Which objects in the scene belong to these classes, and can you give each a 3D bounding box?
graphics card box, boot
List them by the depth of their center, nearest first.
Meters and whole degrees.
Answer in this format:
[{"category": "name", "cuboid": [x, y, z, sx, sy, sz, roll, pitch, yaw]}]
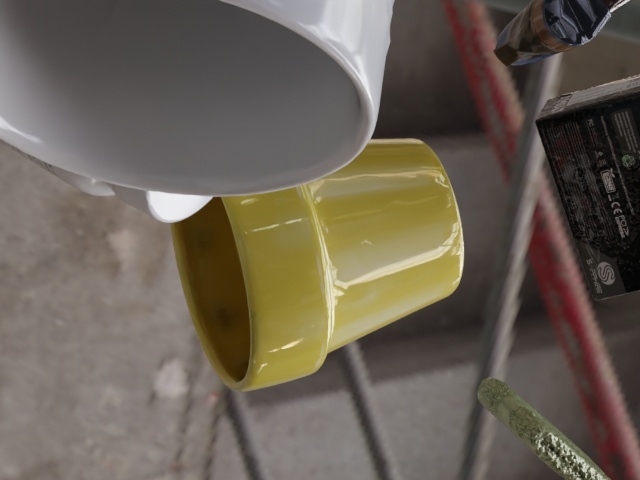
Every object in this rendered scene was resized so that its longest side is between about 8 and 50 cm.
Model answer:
[{"category": "boot", "cuboid": [0.242, -0.231, 1.773, 0.219, 0.106, 0.082, -38, 96, -31]}, {"category": "graphics card box", "cuboid": [0.448, -0.087, 2.194, 0.094, 0.371, 0.233, -55, 126, -64]}]

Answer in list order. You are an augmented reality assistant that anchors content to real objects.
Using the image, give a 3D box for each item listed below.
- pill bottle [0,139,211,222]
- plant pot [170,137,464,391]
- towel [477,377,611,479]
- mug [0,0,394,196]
[{"category": "pill bottle", "cuboid": [-0.212, -0.137, 1.730, 0.160, 0.283, 0.160, -42, 150, -32]}, {"category": "plant pot", "cuboid": [0.000, 0.000, 1.939, 0.239, 0.254, 0.254, -14, 119, -17]}, {"category": "towel", "cuboid": [0.196, 0.176, 1.635, 0.027, 0.110, 0.148, -48, 123, 2]}, {"category": "mug", "cuboid": [-0.124, -0.229, 1.314, 0.276, 0.374, 0.328, 43, 48, -51]}]
